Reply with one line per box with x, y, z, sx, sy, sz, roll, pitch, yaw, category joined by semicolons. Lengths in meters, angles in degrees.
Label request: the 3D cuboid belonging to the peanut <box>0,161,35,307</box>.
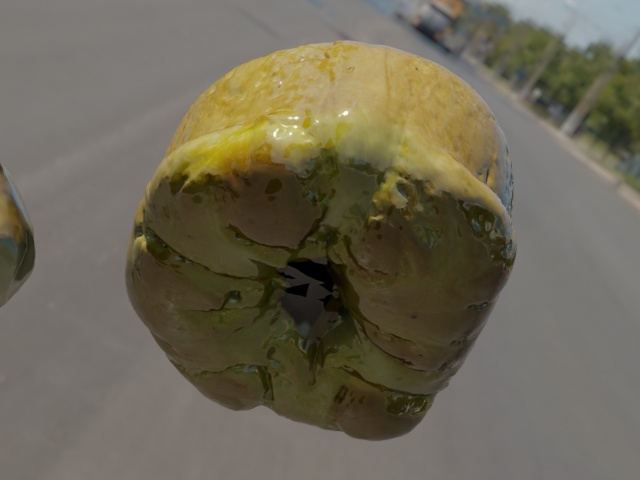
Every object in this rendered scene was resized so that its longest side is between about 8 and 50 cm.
-0.214;-0.014;0.868;0.140;0.109;0.159;38;-9;-22;peanut

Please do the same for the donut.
0.000;0.000;0.989;0.208;0.261;0.128;18;52;-6;donut
